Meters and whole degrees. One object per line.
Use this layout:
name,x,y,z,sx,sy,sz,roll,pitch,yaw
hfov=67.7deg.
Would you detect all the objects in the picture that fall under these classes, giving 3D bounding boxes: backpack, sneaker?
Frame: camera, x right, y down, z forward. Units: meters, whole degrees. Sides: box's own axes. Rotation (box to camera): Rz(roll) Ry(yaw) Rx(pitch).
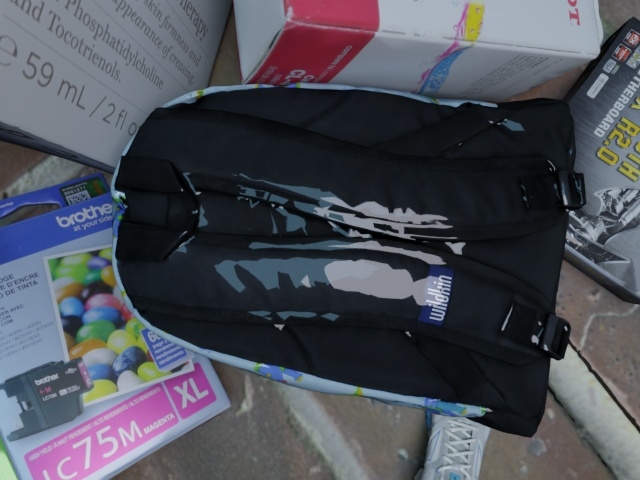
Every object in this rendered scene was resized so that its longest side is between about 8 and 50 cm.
backpack,0.000,0.000,0.433,0.355,0.273,0.290,5,89,-16
sneaker,0.134,0.222,0.475,0.071,0.083,0.191,14,86,7

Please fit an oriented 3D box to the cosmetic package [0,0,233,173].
cosmetic package,-0.276,-0.295,0.415,0.327,0.329,0.394,17,89,6

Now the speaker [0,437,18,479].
speaker,-0.299,0.276,0.484,0.131,0.131,0.297,-23,85,3

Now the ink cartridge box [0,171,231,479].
ink cartridge box,-0.243,0.074,0.476,0.185,0.065,0.311,-24,78,-30

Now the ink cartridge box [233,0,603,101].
ink cartridge box,0.080,-0.253,0.424,0.306,0.131,0.226,-4,86,-26

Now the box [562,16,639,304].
box,0.317,-0.079,0.491,0.183,0.056,0.231,37,90,6
